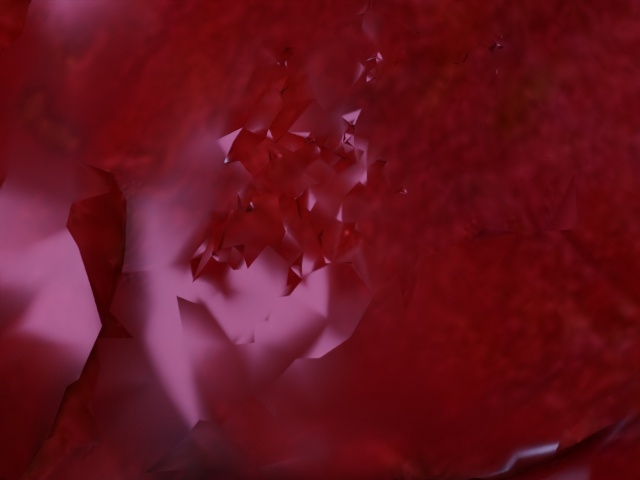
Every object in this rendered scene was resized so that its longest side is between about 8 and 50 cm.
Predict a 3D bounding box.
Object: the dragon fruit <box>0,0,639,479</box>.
[{"bbox_3d":[0.000,0.000,0.454,0.296,0.295,0.301,31,61,19],"label":"dragon fruit"}]
